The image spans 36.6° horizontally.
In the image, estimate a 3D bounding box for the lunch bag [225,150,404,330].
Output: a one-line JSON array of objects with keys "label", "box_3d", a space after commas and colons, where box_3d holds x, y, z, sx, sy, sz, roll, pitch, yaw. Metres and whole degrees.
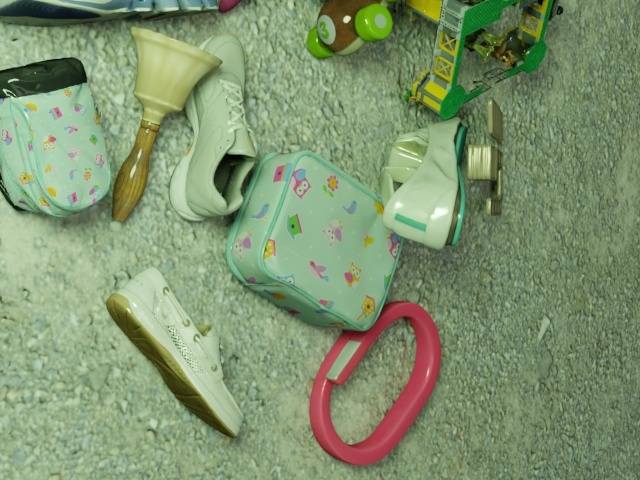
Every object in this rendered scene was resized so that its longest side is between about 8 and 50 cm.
[{"label": "lunch bag", "box_3d": [0.000, 0.000, 1.450, 0.279, 0.108, 0.224, 33, 65, -41]}]

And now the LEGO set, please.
[{"label": "LEGO set", "box_3d": [0.235, -0.374, 1.622, 0.331, 0.192, 0.255, -35, 145, -25]}]

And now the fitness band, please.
[{"label": "fitness band", "box_3d": [0.094, 0.231, 1.596, 0.291, 0.054, 0.209, -50, 126, -26]}]

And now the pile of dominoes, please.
[{"label": "pile of dominoes", "box_3d": [0.291, -0.141, 1.694, 0.251, 0.040, 0.196, -6, 97, -75]}]

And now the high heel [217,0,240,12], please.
[{"label": "high heel", "box_3d": [-0.045, -0.393, 1.317, 0.117, 0.082, 0.244, 27, 114, -17]}]

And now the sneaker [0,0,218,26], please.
[{"label": "sneaker", "box_3d": [-0.270, -0.363, 1.184, 0.315, 0.127, 0.182, -16, 100, -47]}]

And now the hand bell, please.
[{"label": "hand bell", "box_3d": [-0.227, -0.142, 1.259, 0.126, 0.126, 0.242, 17, 94, -41]}]

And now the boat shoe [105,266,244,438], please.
[{"label": "boat shoe", "box_3d": [-0.172, 0.153, 1.315, 0.096, 0.098, 0.277, -47, 121, -28]}]

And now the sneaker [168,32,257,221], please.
[{"label": "sneaker", "box_3d": [-0.124, -0.153, 1.319, 0.099, 0.121, 0.262, 8, 88, -43]}]

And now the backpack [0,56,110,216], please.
[{"label": "backpack", "box_3d": [-0.326, -0.117, 1.146, 0.152, 0.115, 0.182, -23, 111, -41]}]

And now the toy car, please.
[{"label": "toy car", "box_3d": [0.009, -0.377, 1.410, 0.188, 0.155, 0.149, 37, 69, -27]}]

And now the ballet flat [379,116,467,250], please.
[{"label": "ballet flat", "box_3d": [0.162, -0.110, 1.524, 0.400, 0.139, 0.139, -70, 143, -63]}]
